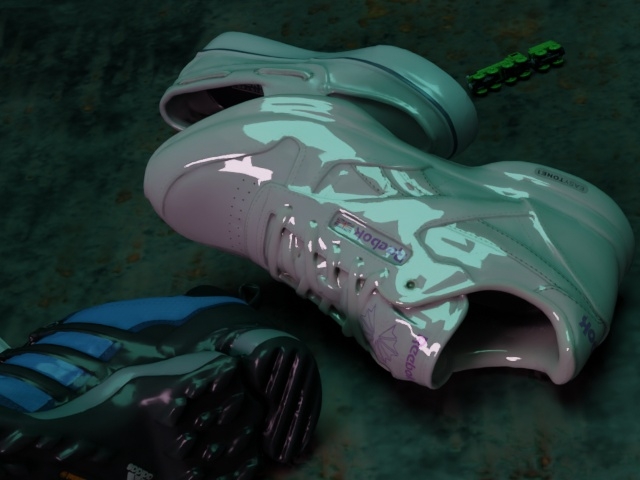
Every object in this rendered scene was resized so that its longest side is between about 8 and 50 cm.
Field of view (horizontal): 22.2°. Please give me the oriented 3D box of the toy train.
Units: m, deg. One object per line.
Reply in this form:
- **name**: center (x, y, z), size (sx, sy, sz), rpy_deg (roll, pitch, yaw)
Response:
- **toy train**: center (0.147, -0.132, 1.241), size (0.083, 0.017, 0.024), rpy_deg (-22, 28, -14)

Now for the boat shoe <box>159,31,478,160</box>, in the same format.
- **boat shoe**: center (-0.007, -0.086, 1.168), size (0.258, 0.095, 0.084), rpy_deg (10, 44, 42)

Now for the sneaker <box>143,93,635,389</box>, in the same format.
- **sneaker**: center (0.031, 0.003, 0.978), size (0.305, 0.114, 0.152), rpy_deg (12, 45, 10)

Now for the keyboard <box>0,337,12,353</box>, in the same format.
- **keyboard**: center (-0.252, 0.046, 0.978), size (0.256, 0.014, 0.072), rpy_deg (43, 57, 3)

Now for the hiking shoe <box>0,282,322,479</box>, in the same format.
- **hiking shoe**: center (-0.155, 0.108, 0.934), size (0.304, 0.113, 0.132), rpy_deg (-13, 27, -19)
